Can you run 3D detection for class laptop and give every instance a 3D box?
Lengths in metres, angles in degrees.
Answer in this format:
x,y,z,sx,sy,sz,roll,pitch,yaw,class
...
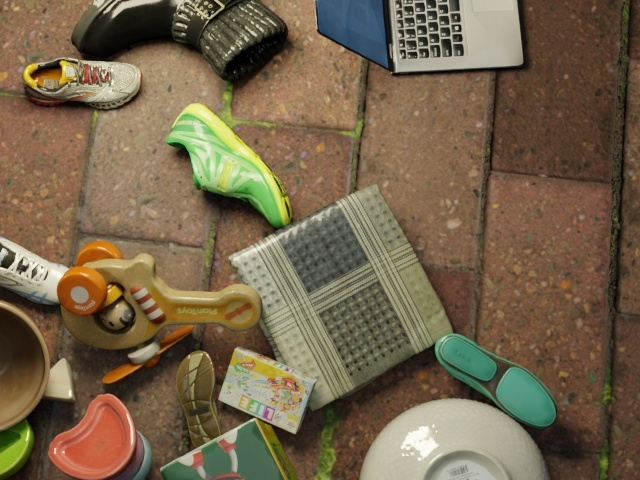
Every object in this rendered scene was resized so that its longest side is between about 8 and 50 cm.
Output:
x,y,z,sx,sy,sz,roll,pitch,yaw,class
0.181,-0.527,1.932,0.408,0.236,0.382,-3,79,-2,laptop

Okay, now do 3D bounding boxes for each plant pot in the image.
x,y,z,sx,sy,sz,roll,pitch,yaw,class
-0.590,0.209,1.807,0.237,0.110,0.237,-2,96,-14,plant pot

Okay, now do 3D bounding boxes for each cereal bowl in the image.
x,y,z,sx,sy,sz,roll,pitch,yaw,class
0.237,0.437,1.788,0.339,0.141,0.339,0,79,0,cereal bowl

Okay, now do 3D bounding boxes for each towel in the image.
x,y,z,sx,sy,sz,roll,pitch,yaw,class
0.039,0.104,1.879,0.312,0.056,0.324,-27,91,-9,towel

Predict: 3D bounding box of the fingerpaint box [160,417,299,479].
x,y,z,sx,sy,sz,roll,pitch,yaw,class
-0.075,0.481,1.617,0.163,0.445,0.371,-27,81,-5,fingerpaint box

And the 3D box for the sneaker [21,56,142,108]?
x,y,z,sx,sy,sz,roll,pitch,yaw,class
-0.445,-0.295,1.946,0.225,0.093,0.088,-5,79,-3,sneaker

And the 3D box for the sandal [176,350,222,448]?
x,y,z,sx,sy,sz,roll,pitch,yaw,class
-0.212,0.287,1.857,0.072,0.049,0.180,-11,87,5,sandal

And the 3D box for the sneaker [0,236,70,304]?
x,y,z,sx,sy,sz,roll,pitch,yaw,class
-0.543,0.051,1.879,0.237,0.086,0.085,22,77,2,sneaker

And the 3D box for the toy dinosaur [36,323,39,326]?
x,y,z,sx,sy,sz,roll,pitch,yaw,class
-0.654,0.137,1.874,0.268,0.064,0.118,28,73,1,toy dinosaur

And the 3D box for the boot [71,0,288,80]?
x,y,z,sx,sy,sz,roll,pitch,yaw,class
-0.261,-0.386,1.948,0.348,0.131,0.260,-36,81,-8,boot

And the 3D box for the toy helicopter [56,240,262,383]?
x,y,z,sx,sy,sz,roll,pitch,yaw,class
-0.277,0.134,1.828,0.355,0.140,0.235,0,113,5,toy helicopter

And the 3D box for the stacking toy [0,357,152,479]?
x,y,z,sx,sy,sz,roll,pitch,yaw,class
-0.461,0.390,1.827,0.309,0.130,0.279,-38,55,-11,stacking toy

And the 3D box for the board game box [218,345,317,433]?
x,y,z,sx,sy,sz,roll,pitch,yaw,class
-0.094,0.263,1.841,0.154,0.026,0.103,22,106,11,board game box

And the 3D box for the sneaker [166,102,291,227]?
x,y,z,sx,sy,sz,roll,pitch,yaw,class
-0.165,-0.120,1.920,0.123,0.109,0.295,-45,77,1,sneaker

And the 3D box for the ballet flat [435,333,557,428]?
x,y,z,sx,sy,sz,roll,pitch,yaw,class
0.312,0.244,1.854,0.247,0.087,0.083,34,87,3,ballet flat
